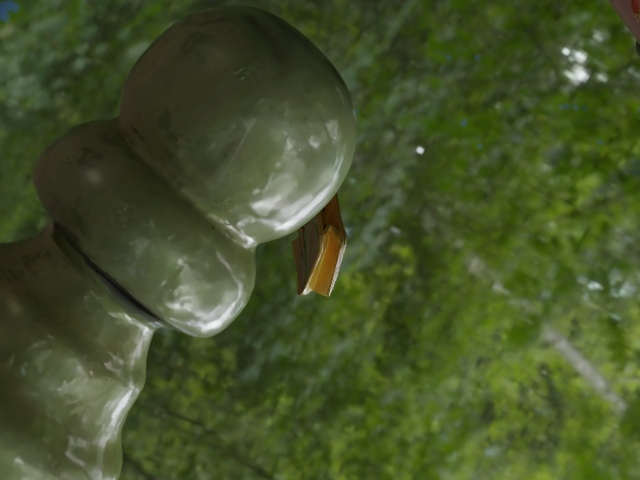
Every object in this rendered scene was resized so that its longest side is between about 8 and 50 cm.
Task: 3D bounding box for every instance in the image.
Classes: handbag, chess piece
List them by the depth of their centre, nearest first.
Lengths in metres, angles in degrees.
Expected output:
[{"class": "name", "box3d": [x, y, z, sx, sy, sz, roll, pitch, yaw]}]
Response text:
[{"class": "chess piece", "box3d": [-0.114, 0.016, 0.744, 0.330, 0.182, 0.182, -47, -150, 3]}, {"class": "handbag", "box3d": [0.000, 0.000, 1.053, 0.083, 0.027, 0.061, 107, -19, -50]}]

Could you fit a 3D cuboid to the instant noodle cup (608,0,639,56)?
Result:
[{"class": "instant noodle cup", "box3d": [0.395, -0.371, 1.565, 0.243, 0.231, 0.243, -42, -165, 14]}]
